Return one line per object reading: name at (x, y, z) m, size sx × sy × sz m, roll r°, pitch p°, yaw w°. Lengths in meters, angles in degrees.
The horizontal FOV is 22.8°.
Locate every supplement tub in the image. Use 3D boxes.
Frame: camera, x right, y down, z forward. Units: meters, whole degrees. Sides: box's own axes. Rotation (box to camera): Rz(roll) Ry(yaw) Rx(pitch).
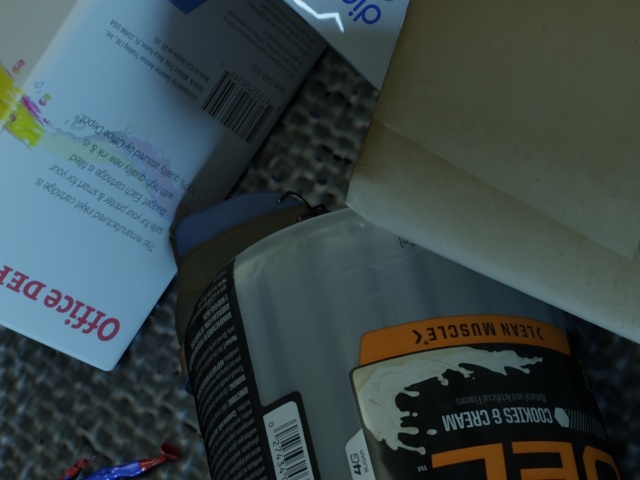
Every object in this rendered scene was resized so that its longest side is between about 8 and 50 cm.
supplement tub at (0.055, 0.155, 0.749) m, size 0.194 × 0.193 × 0.316 m, roll -25°, pitch 61°, yaw 20°

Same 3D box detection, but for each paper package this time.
paper package at (0.231, -0.030, 0.609) m, size 0.325 × 0.309 × 0.168 m, roll 26°, pitch 107°, yaw 43°

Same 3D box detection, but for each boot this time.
boot at (0.000, 0.000, 0.909) m, size 0.219 × 0.082 × 0.106 m, roll -27°, pitch 63°, yaw 21°

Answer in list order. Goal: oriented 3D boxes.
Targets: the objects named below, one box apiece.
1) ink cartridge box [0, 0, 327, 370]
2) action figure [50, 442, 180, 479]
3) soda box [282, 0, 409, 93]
ink cartridge box at (-0.169, -0.098, 0.974) m, size 0.197 × 0.198 × 0.270 m, roll 33°, pitch 89°, yaw 35°
action figure at (-0.139, 0.152, 0.963) m, size 0.115 × 0.030 × 0.038 m, roll -21°, pitch 67°, yaw 24°
soda box at (0.018, -0.156, 0.834) m, size 0.098 × 0.286 × 0.091 m, roll -46°, pitch 26°, yaw 7°
